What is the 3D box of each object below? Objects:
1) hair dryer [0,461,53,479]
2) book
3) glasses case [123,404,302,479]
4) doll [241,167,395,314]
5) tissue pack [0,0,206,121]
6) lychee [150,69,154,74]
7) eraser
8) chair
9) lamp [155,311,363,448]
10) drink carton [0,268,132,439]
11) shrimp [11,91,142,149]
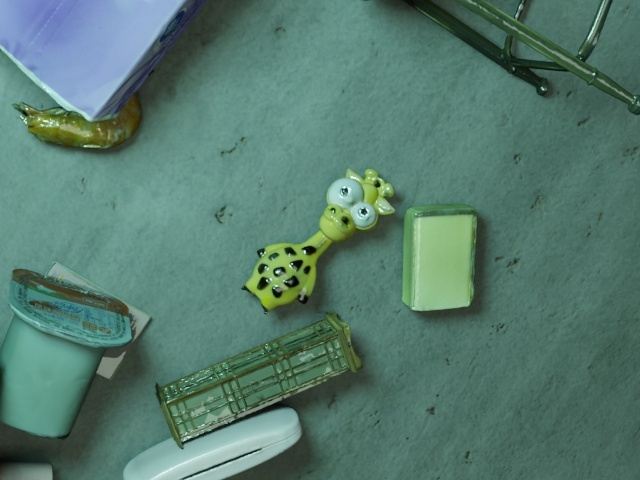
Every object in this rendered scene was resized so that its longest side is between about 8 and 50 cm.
[{"bbox_3d":[-0.535,0.508,1.683,0.210,0.125,0.352,3,109,-16],"label":"hair dryer"},{"bbox_3d":[-0.372,0.128,1.682,0.182,0.014,0.127,32,93,-21],"label":"book"},{"bbox_3d":[-0.173,0.341,1.742,0.297,0.113,0.075,-20,106,-11],"label":"glasses case"},{"bbox_3d":[0.000,0.000,1.724,0.291,0.086,0.117,-43,81,-4],"label":"doll"},{"bbox_3d":[-0.289,-0.358,1.454,0.242,0.160,0.338,40,103,-2],"label":"tissue pack"},{"bbox_3d":[-0.274,-0.269,1.585,0.067,0.068,0.083,30,74,-42],"label":"lychee"},{"bbox_3d":[0.198,0.027,1.804,0.117,0.058,0.172,-4,104,-16],"label":"eraser"},{"bbox_3d":[0.275,-0.432,1.570,0.410,0.362,0.364,17,99,-14],"label":"chair"},{"bbox_3d":[-0.100,0.221,1.748,0.325,0.090,0.089,-23,108,-11],"label":"lamp"},{"bbox_3d":[-0.403,0.172,1.586,0.185,0.191,0.189,24,103,-22],"label":"drink carton"},{"bbox_3d":[-0.359,-0.200,1.595,0.187,0.051,0.132,-1,83,-21],"label":"shrimp"}]
